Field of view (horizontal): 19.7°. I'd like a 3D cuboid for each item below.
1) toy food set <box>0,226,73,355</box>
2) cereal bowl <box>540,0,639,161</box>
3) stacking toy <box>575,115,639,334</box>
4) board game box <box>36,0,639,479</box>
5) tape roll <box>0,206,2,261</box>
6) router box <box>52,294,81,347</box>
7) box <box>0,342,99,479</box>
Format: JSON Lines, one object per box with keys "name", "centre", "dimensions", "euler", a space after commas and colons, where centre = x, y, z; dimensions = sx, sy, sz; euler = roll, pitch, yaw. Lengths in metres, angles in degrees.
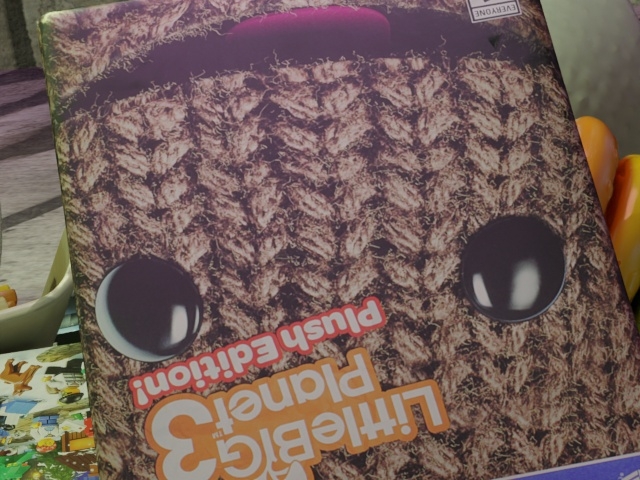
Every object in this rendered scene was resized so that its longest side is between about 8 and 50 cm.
{"name": "toy food set", "centre": [-0.308, 0.070, 1.185], "dimensions": [0.306, 0.092, 0.220], "euler": [-16, -17, -22]}
{"name": "cereal bowl", "centre": [0.096, -0.101, 1.336], "dimensions": [0.141, 0.339, 0.339], "euler": [-26, 17, -20]}
{"name": "stacking toy", "centre": [0.185, 0.024, 1.044], "dimensions": [0.301, 0.175, 0.166], "euler": [22, -5, 0]}
{"name": "board game box", "centre": [0.009, 0.033, 0.836], "dimensions": [0.232, 0.291, 0.141], "euler": [-11, -27, -4]}
{"name": "tape roll", "centre": [-0.393, -0.008, 1.473], "dimensions": [0.169, 0.246, 0.246], "euler": [-2, 15, 27]}
{"name": "router box", "centre": [-0.188, 0.073, 1.428], "dimensions": [0.092, 0.038, 0.122], "euler": [-11, 13, -6]}
{"name": "box", "centre": [-0.174, 0.123, 0.968], "dimensions": [0.233, 0.044, 0.159], "euler": [-9, 33, -5]}
